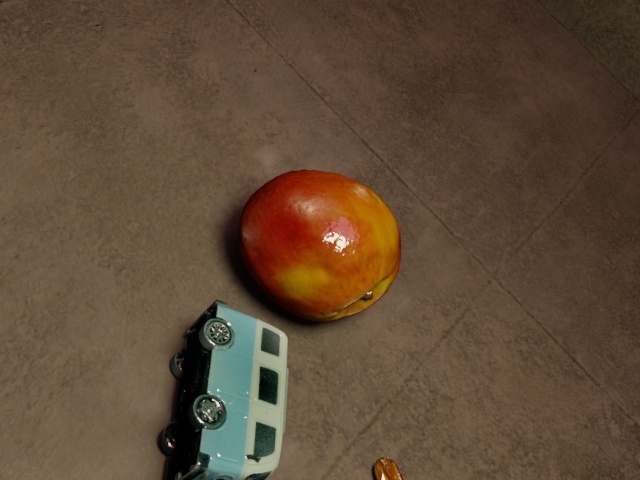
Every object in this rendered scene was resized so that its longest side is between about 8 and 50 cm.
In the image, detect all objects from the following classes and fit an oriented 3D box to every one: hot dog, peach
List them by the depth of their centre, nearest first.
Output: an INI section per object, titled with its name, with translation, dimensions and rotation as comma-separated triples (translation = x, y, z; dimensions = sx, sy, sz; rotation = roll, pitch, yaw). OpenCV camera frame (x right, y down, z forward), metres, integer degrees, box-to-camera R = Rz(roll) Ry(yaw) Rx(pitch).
[hot dog]
translation = 0.120, 0.408, 1.358
dimensions = 0.049, 0.037, 0.122
rotation = -9, 59, -23
[peach]
translation = 0.000, 0.000, 1.426
dimensions = 0.281, 0.238, 0.280
rotation = 1, 68, -2

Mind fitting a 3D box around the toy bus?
[toy bus]
translation = -0.134, 0.246, 1.246
dimensions = 0.165, 0.133, 0.271
rotation = 22, 48, -23
